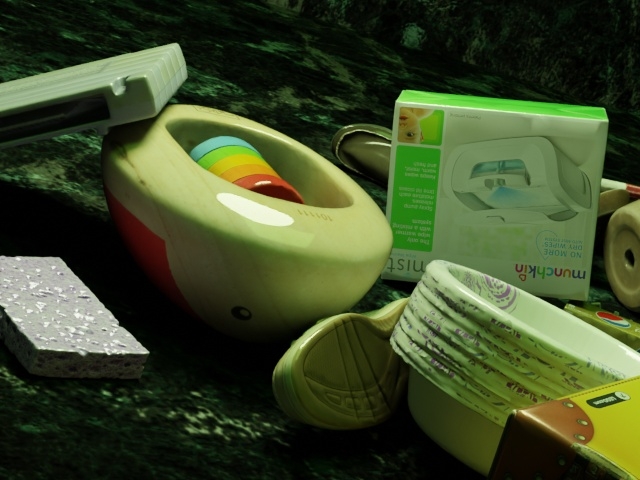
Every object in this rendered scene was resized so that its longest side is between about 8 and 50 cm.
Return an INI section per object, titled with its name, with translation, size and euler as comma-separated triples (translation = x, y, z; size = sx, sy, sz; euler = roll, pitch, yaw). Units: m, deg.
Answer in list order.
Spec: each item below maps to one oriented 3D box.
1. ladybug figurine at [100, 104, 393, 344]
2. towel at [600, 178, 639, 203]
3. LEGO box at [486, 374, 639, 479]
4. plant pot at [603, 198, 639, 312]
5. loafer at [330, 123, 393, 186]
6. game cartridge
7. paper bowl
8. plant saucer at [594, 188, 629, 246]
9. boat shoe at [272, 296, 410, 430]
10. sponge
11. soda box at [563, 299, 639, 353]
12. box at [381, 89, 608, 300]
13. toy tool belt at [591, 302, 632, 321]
[ladybug figurine]
translation = -0.095, -0.020, 1.647
size = 0.305, 0.162, 0.449
euler = 10, 19, -24
[towel]
translation = 0.424, -0.062, 2.381
size = 0.329, 0.037, 0.237
euler = 13, -10, -15
[LEGO box]
translation = 0.406, 0.260, 1.185
size = 0.500, 0.193, 0.372
euler = -7, 30, -46
[plant pot]
translation = 0.534, 0.015, 2.123
size = 0.229, 0.263, 0.263
euler = -7, 25, -19
[loafer]
translation = 0.120, -0.118, 2.323
size = 0.220, 0.080, 0.078
euler = 20, 16, 3
[game cartridge]
translation = -0.335, -0.141, 1.685
size = 0.355, 0.068, 0.230
euler = -12, 11, 8
[paper bowl]
translation = 0.196, 0.143, 1.415
size = 0.284, 0.148, 0.284
euler = 27, 9, -4
[plant saucer]
translation = 0.380, -0.015, 2.181
size = 0.168, 0.168, 0.029
euler = -3, 58, -51
[boat shoe]
translation = 0.023, 0.122, 1.462
size = 0.098, 0.109, 0.302
euler = -17, 2, 27
[sponge]
translation = -0.260, 0.068, 1.421
size = 0.117, 0.031, 0.210
euler = 5, 22, -37
[soda box]
translation = 0.377, 0.133, 1.844
size = 0.181, 0.058, 0.061
euler = 23, 16, 12
[box]
translation = 0.217, -0.059, 1.892
size = 0.262, 0.231, 0.127
euler = 7, 13, 7
[toy tool belt]
translation = 0.373, 0.115, 1.907
size = 0.083, 0.051, 0.052
euler = 25, 18, 19
